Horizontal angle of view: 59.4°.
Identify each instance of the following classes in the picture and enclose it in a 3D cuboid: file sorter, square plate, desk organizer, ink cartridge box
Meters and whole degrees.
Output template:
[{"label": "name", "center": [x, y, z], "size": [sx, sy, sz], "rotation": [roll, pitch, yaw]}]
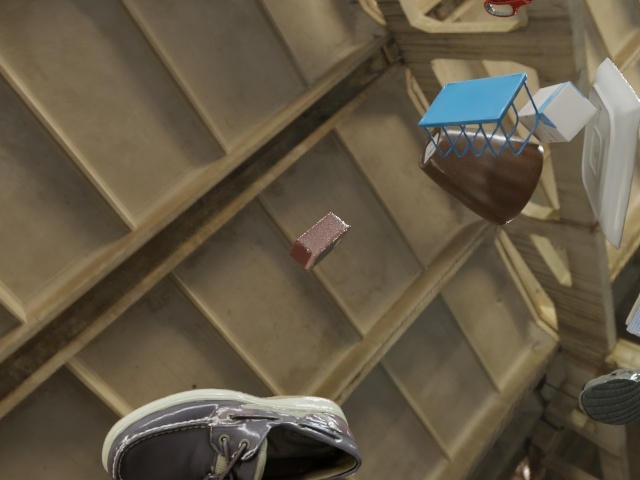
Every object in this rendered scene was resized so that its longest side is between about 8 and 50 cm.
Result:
[{"label": "file sorter", "center": [0.297, -0.224, 1.046], "size": [0.118, 0.170, 0.104], "rotation": [-55, -53, -22]}, {"label": "square plate", "center": [0.669, -0.211, 1.320], "size": [0.347, 0.049, 0.344], "rotation": [-69, -27, -54]}, {"label": "desk organizer", "center": [0.000, 0.000, 1.057], "size": [0.130, 0.050, 0.047], "rotation": [-41, -15, -48]}, {"label": "ink cartridge box", "center": [0.508, -0.278, 1.232], "size": [0.092, 0.143, 0.090], "rotation": [41, -87, -11]}]

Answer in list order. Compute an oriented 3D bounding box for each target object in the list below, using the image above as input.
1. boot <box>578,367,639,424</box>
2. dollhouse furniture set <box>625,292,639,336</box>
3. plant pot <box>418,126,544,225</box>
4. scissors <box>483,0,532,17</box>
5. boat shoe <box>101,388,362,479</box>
[{"label": "boot", "center": [0.585, 0.309, 1.128], "size": [0.246, 0.161, 0.083], "rotation": [-9, -102, -19]}, {"label": "dollhouse furniture set", "center": [0.453, 0.124, 0.581], "size": [0.198, 0.303, 0.286], "rotation": [-23, -46, -57]}, {"label": "plant pot", "center": [0.357, -0.175, 1.316], "size": [0.230, 0.215, 0.215], "rotation": [21, -88, -10]}, {"label": "scissors", "center": [0.507, -0.580, 1.346], "size": [0.021, 0.297, 0.109], "rotation": [-45, -48, -14]}, {"label": "boat shoe", "center": [-0.082, 0.227, 0.610], "size": [0.285, 0.092, 0.103], "rotation": [8, -81, -29]}]
